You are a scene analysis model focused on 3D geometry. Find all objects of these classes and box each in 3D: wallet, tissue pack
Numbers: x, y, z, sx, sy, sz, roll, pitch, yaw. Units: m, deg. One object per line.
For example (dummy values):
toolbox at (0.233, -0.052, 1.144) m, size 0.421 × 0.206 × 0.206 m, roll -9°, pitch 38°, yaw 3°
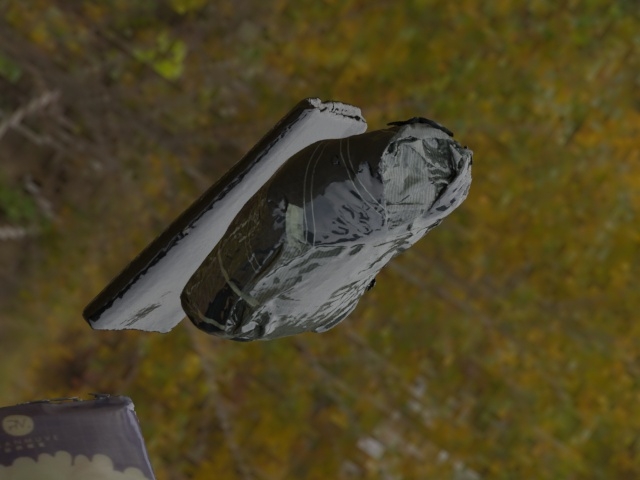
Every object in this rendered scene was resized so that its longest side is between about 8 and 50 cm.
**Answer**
wallet at (-0.094, -0.025, 1.992) m, size 0.321 × 0.044 × 0.170 m, roll -45°, pitch 161°, yaw 15°
tissue pack at (-0.241, 0.298, 1.726) m, size 0.344 × 0.242 × 0.125 m, roll -114°, pitch -150°, yaw -42°

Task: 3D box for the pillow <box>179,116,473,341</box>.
pillow at (0.000, 0.000, 1.518) m, size 0.161 × 0.093 × 0.335 m, roll -13°, pitch 161°, yaw -26°
